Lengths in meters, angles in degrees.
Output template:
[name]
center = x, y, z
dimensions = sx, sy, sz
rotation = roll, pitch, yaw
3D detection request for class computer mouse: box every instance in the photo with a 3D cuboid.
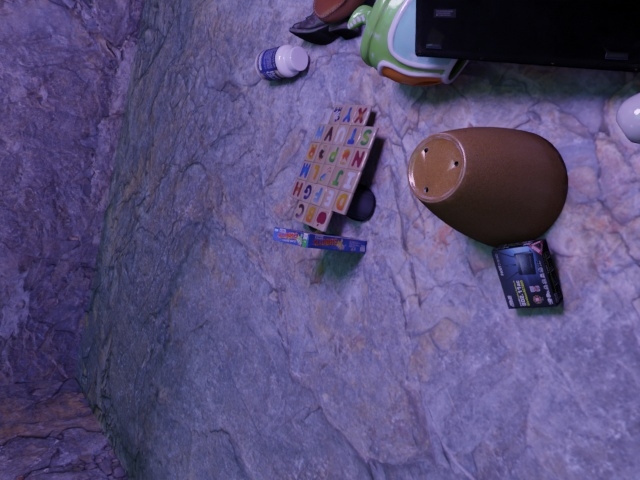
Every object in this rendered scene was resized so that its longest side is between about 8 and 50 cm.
[computer mouse]
center = 0.024, -0.090, 1.323
dimensions = 0.262, 0.060, 0.184
rotation = 35, 110, 44

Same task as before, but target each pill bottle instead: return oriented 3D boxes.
[pill bottle]
center = -0.117, -0.545, 1.502
dimensions = 0.169, 0.094, 0.094
rotation = 11, 94, 48

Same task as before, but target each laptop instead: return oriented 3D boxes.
[laptop]
center = 0.380, -0.522, 0.795
dimensions = 0.381, 0.236, 0.408
rotation = 18, 129, 32

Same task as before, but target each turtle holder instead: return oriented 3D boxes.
[turtle holder]
center = 0.238, -0.476, 1.034
dimensions = 0.227, 0.243, 0.320
rotation = 40, 86, 14

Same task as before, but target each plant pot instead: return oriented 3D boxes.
[plant pot]
center = 0.282, -0.111, 0.904
dimensions = 0.237, 0.254, 0.237
rotation = -7, 81, 48

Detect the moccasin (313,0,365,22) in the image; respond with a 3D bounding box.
[moccasin]
center = 0.095, -0.684, 1.160
dimensions = 0.380, 0.146, 0.139
rotation = -35, 71, 44

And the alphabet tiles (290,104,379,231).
[alphabet tiles]
center = 0.026, -0.200, 1.311
dimensions = 0.285, 0.011, 0.343
rotation = 24, 95, 55

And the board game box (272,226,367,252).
[board game box]
center = 0.000, 0.000, 1.235
dimensions = 0.136, 0.201, 0.035
rotation = 11, 93, 47

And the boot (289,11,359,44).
[boot]
center = 0.034, -0.679, 1.366
dimensions = 0.262, 0.091, 0.229
rotation = 11, 93, 37

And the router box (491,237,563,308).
[router box]
center = 0.380, 0.063, 0.905
dimensions = 0.092, 0.038, 0.123
rotation = -13, 98, 47

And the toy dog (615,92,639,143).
[toy dog]
center = 0.601, -0.181, 0.639
dimensions = 0.333, 0.220, 0.161
rotation = -11, 109, 54
